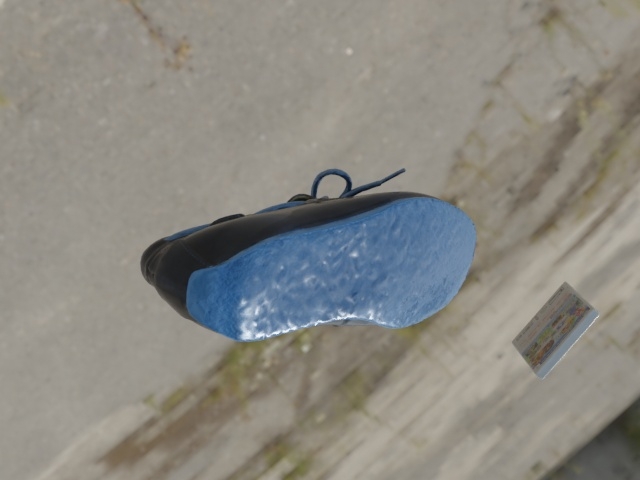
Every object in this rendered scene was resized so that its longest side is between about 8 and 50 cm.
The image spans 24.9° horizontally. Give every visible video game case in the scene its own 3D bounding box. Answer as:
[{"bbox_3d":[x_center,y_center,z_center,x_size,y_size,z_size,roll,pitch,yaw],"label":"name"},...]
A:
[{"bbox_3d":[0.237,0.090,1.467,0.087,0.011,0.122,-49,-170,6],"label":"video game case"}]

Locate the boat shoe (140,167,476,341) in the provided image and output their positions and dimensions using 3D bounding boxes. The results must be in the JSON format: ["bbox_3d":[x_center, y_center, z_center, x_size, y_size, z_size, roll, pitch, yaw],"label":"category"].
[{"bbox_3d":[0.000,0.000,0.908,0.258,0.089,0.109,3,104,-50],"label":"boat shoe"}]
